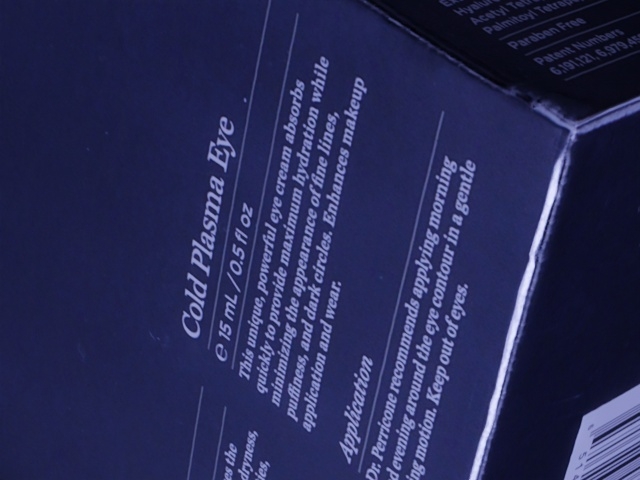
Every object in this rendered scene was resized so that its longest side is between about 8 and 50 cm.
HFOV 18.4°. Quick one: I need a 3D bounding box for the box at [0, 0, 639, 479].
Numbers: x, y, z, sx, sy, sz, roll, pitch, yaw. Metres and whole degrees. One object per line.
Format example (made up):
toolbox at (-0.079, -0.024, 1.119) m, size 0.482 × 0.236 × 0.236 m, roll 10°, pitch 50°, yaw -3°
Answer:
box at (0.000, 0.000, 0.771) m, size 0.179 × 0.312 × 0.343 m, roll -23°, pitch 138°, yaw -40°
